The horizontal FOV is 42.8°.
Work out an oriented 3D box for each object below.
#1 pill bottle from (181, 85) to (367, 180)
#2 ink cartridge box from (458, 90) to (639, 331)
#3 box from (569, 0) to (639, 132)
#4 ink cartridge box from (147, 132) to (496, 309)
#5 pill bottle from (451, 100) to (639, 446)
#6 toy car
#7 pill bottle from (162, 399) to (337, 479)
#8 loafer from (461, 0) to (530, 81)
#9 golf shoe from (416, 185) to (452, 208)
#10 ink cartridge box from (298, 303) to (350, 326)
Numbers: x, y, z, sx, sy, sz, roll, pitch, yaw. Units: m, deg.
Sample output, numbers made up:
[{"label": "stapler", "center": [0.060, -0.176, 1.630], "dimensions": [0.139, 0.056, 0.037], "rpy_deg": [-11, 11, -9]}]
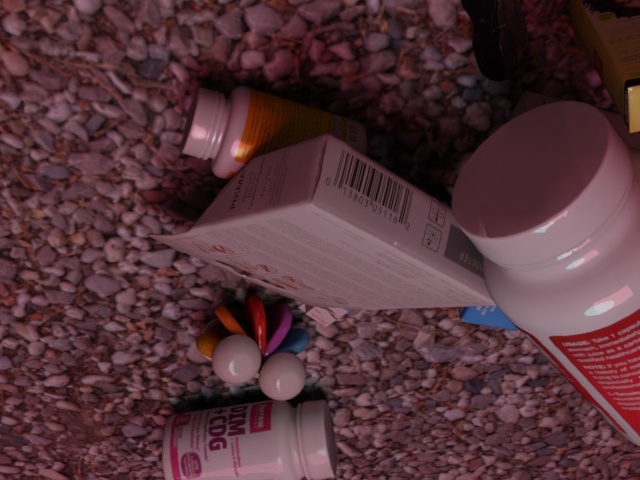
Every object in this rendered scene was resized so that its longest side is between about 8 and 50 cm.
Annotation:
[{"label": "pill bottle", "center": [-0.059, -0.120, 1.017], "dimensions": [0.215, 0.117, 0.117], "rpy_deg": [15, 130, -16]}, {"label": "ink cartridge box", "center": [0.410, -0.006, 1.109], "dimensions": [0.394, 0.166, 0.285], "rpy_deg": [11, 130, -12]}, {"label": "box", "center": [0.335, -0.210, 0.873], "dimensions": [0.087, 0.232, 0.058], "rpy_deg": [-11, 132, 7]}, {"label": "ink cartridge box", "center": [0.000, 0.000, 1.050], "dimensions": [0.308, 0.091, 0.385], "rpy_deg": [26, 161, -33]}, {"label": "pill bottle", "center": [0.325, 0.047, 0.890], "dimensions": [0.229, 0.229, 0.407], "rpy_deg": [-32, 124, 24]}, {"label": "toy car", "center": [-0.095, 0.156, 1.273], "dimensions": [0.182, 0.159, 0.136], "rpy_deg": [25, 91, -23]}, {"label": "pill bottle", "center": [-0.121, 0.366, 1.435], "dimensions": [0.283, 0.160, 0.160], "rpy_deg": [-10, 133, 5]}, {"label": "loafer", "center": [0.204, -0.272, 0.940], "dimensions": [0.061, 0.062, 0.170], "rpy_deg": [-35, 129, -23]}, {"label": "golf shoe", "center": [0.126, 0.008, 1.178], "dimensions": [0.086, 0.067, 0.186], "rpy_deg": [22, 128, -22]}, {"label": "ink cartridge box", "center": [0.009, 0.105, 1.289], "dimensions": [0.048, 0.028, 0.083], "rpy_deg": [35, 123, -30]}]
